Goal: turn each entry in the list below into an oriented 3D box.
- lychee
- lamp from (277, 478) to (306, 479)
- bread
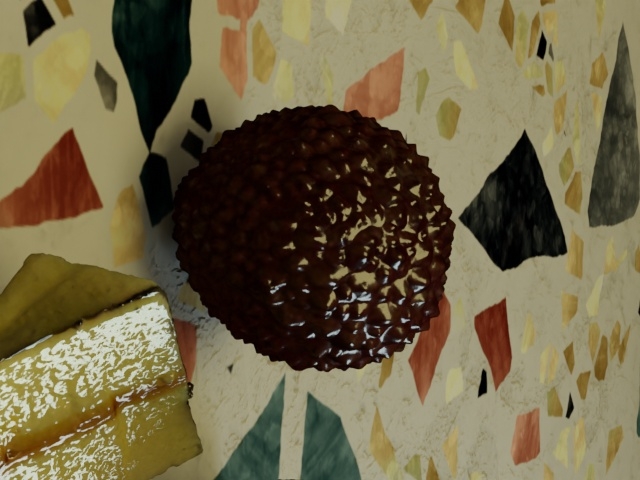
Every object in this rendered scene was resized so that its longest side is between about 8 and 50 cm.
[{"bbox_3d":[0.000,0.000,1.678,0.300,0.264,0.264,9,85,-44],"label":"lychee"},{"bbox_3d":[-0.062,0.326,1.591,0.374,0.272,0.205,-23,112,-60],"label":"lamp"},{"bbox_3d":[-0.201,0.153,1.409,0.240,0.135,0.178,84,26,-47],"label":"bread"}]
